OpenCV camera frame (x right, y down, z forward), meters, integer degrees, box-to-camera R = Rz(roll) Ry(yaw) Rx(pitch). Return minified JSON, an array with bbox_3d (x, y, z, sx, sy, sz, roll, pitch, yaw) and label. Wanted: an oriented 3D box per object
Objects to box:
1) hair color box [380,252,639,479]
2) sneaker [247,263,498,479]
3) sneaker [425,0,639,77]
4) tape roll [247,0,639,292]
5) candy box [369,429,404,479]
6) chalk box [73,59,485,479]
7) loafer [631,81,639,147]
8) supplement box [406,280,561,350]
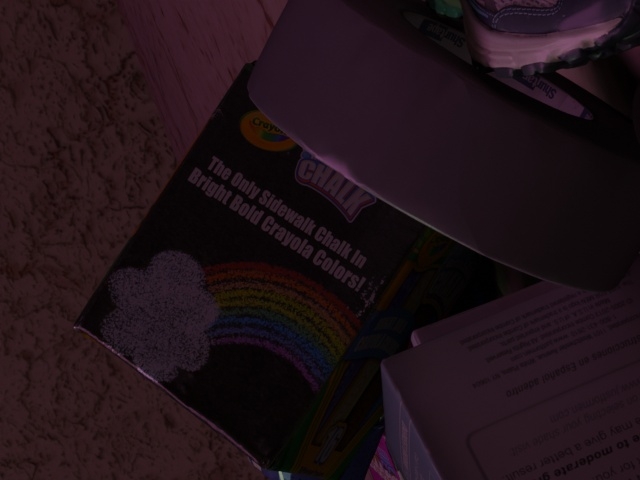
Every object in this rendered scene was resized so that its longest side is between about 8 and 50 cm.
[{"bbox_3d":[0.191,0.199,1.009,0.113,0.185,0.374,84,161,-59],"label":"hair color box"},{"bbox_3d":[0.038,0.071,1.568,0.182,0.127,0.315,36,117,56],"label":"sneaker"},{"bbox_3d":[0.098,-0.159,0.957,0.283,0.110,0.122,-136,28,-67],"label":"sneaker"},{"bbox_3d":[0.074,-0.060,1.018,0.219,0.072,0.219,26,-166,-7],"label":"tape roll"},{"bbox_3d":[0.112,0.269,1.993,0.159,0.071,0.233,-150,39,-75],"label":"candy box"},{"bbox_3d":[0.000,0.000,1.398,0.180,0.289,0.179,34,180,18],"label":"chalk box"},{"bbox_3d":[0.197,0.009,0.858,0.078,0.080,0.220,99,147,-74],"label":"loafer"},{"bbox_3d":[0.122,0.100,1.349,0.239,0.130,0.073,98,150,-71],"label":"supplement box"}]
